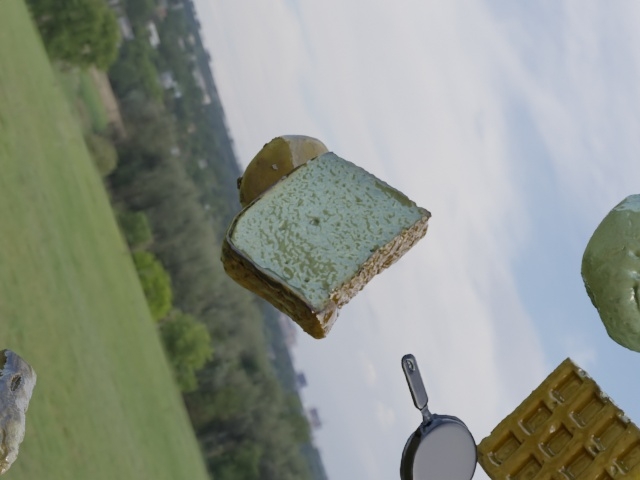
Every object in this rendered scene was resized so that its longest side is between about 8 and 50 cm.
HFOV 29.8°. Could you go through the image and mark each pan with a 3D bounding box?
[{"bbox_3d":[0.157,0.270,1.708,0.028,0.136,0.235,5,-64,58],"label":"pan"}]

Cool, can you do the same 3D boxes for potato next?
[{"bbox_3d":[-0.059,-0.094,1.974,0.176,0.137,0.137,-54,-139,29],"label":"potato"}]

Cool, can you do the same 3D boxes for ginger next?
[{"bbox_3d":[-0.574,0.303,2.118,0.263,0.116,0.109,-90,159,-57],"label":"ginger"}]

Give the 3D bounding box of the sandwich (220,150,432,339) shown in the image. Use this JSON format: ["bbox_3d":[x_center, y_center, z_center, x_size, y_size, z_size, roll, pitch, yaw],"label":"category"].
[{"bbox_3d":[0.000,0.001,1.728,0.226,0.251,0.087,34,-32,25],"label":"sandwich"}]

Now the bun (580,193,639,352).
[{"bbox_3d":[0.417,0.044,1.411,0.108,0.221,0.221,-93,168,-68],"label":"bun"}]

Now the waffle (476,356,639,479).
[{"bbox_3d":[0.375,0.329,1.801,0.055,0.221,0.248,37,9,-45],"label":"waffle"}]
